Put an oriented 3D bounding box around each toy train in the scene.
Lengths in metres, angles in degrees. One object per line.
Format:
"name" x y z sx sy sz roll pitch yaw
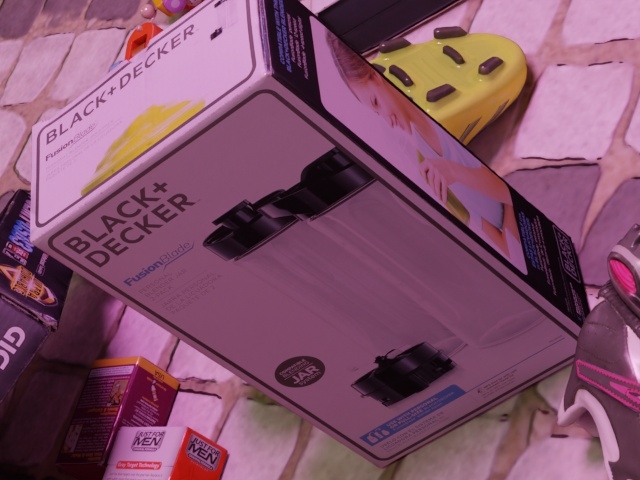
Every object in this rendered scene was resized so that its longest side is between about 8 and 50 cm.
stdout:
"toy train" -0.099 -0.188 1.407 0.166 0.046 0.125 -29 44 33

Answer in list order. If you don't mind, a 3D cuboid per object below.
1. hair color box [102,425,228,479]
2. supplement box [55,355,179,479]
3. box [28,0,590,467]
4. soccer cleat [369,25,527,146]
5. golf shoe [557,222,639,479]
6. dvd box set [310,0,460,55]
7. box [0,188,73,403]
"hair color box" -0.117 0.193 1.116 0.072 0.043 0.141 -6 58 44
"supplement box" -0.141 0.127 1.194 0.055 0.043 0.083 -7 55 43
"box" 0.000 0.000 0.943 0.169 0.290 0.087 -32 41 25
"soccer cleat" 0.020 -0.029 1.108 0.289 0.121 0.093 -39 41 -15
"golf shoe" 0.209 0.103 0.817 0.120 0.105 0.273 -61 29 15
"dvd box set" 0.125 -0.365 1.295 0.307 0.062 0.420 -27 44 31
"box" -0.277 0.122 1.197 0.295 0.073 0.293 -55 11 7
